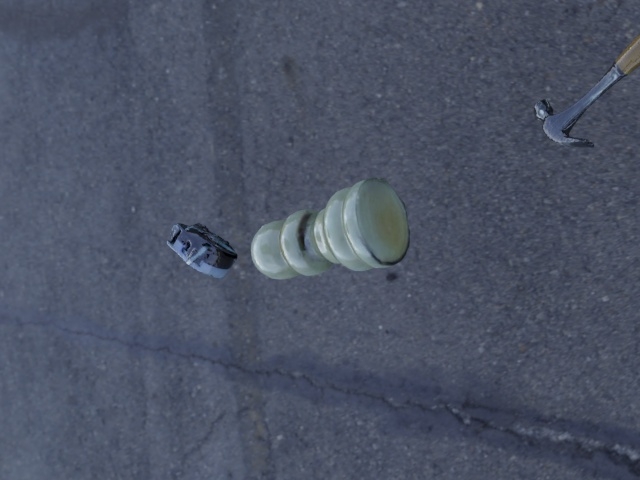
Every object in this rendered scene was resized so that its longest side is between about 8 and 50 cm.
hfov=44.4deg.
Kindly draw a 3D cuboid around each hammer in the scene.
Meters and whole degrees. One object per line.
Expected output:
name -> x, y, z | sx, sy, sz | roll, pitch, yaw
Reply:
hammer -> 0.291, -0.166, 0.741 | 0.201, 0.021, 0.078 | -47, 44, 30

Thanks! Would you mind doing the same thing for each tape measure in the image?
tape measure -> -0.167, 0.012, 1.126 | 0.094, 0.091, 0.054 | 37, 99, 15

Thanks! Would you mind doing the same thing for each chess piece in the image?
chess piece -> 0.000, 0.000, 1.175 | 0.243, 0.133, 0.133 | -17, 84, 38
